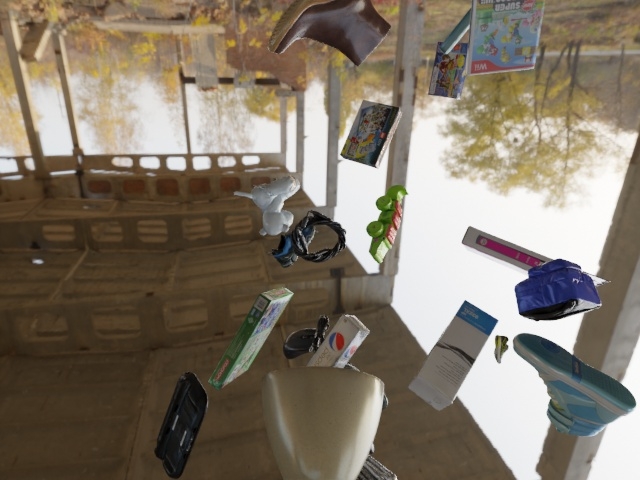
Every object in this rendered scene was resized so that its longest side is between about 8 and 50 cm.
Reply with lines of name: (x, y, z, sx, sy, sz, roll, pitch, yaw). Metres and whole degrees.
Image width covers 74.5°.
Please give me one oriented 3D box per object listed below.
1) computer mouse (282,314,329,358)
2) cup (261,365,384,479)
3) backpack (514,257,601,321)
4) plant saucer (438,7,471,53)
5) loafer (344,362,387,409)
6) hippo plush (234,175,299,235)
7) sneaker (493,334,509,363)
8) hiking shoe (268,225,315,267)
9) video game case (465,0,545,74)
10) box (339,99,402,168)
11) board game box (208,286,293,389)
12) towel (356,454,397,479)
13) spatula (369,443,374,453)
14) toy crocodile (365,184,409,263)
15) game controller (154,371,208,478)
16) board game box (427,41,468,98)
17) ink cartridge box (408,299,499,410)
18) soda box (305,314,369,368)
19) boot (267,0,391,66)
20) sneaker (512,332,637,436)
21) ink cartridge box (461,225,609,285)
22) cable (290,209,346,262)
computer mouse: (-0.085, 0.444, 1.897, 0.272, 0.072, 0.189, -33, -152, 33)
cup: (0.000, 0.488, 1.078, 0.330, 0.331, 0.237, 3, -123, 2)
backpack: (0.423, 0.095, 0.771, 0.097, 0.120, 0.101, 19, -125, -26)
plant saucer: (0.508, -0.763, 1.517, 0.018, 0.192, 0.067, 23, -145, -26)
loafer: (0.188, 0.615, 1.815, 0.267, 0.096, 0.084, 44, -166, -8)
hippo plush: (-0.193, -0.152, 1.924, 0.234, 0.237, 0.294, -15, -175, 22)
sneaker: (0.485, 0.292, 1.122, 0.035, 0.084, 0.031, -2, -164, 7)
hiking shoe: (-0.136, -0.007, 2.187, 0.113, 0.132, 0.304, -10, -139, 53)
video game case: (0.534, -0.635, 1.210, 0.203, 0.286, 0.025, -5, -146, 3)
box: (0.190, -0.403, 1.591, 0.159, 0.233, 0.044, 23, 180, 28)
board game box: (-0.213, 0.300, 1.332, 0.046, 0.318, 0.213, 32, -174, 11)
towel: (0.174, 0.864, 1.394, 0.121, 0.235, 0.283, -20, -178, -23)
spatula: (0.147, 0.608, 1.341, 0.030, 0.297, 0.084, 4, -136, 18)
toy crocodile: (0.258, -0.067, 1.613, 0.105, 0.115, 0.341, -2, -130, 33)
game controller: (-0.439, 0.584, 1.332, 0.166, 0.320, 0.067, 31, -166, 36)
board game box: (0.509, -0.672, 1.665, 0.035, 0.202, 0.136, -15, -149, -42)
ink cartridge box: (0.435, 0.383, 1.396, 0.129, 0.223, 0.307, 33, -112, 18)
soda box: (0.045, 0.321, 1.218, 0.074, 0.216, 0.069, 41, -166, 34)
boot: (0.023, -0.474, 0.970, 0.206, 0.248, 0.090, 38, -167, -32)
sneaker: (0.647, 0.413, 1.163, 0.318, 0.208, 0.127, 34, -145, 23)
ink cartridge box: (0.596, 0.065, 1.204, 0.370, 0.069, 0.175, 24, -179, 27)
cable: (0.000, 0.000, 1.292, 0.184, 0.151, 0.047, 27, -178, -30)
